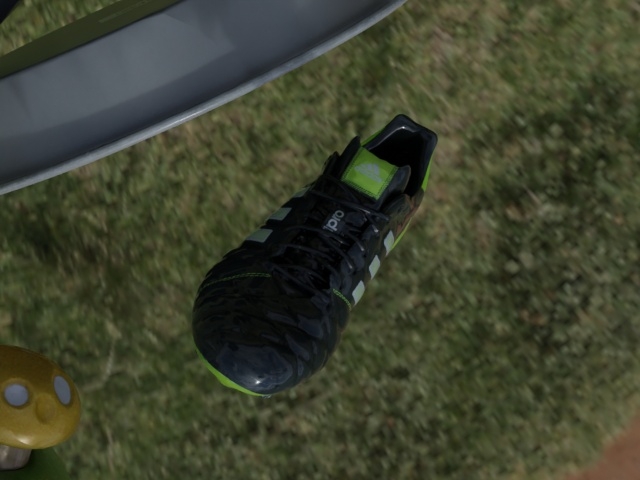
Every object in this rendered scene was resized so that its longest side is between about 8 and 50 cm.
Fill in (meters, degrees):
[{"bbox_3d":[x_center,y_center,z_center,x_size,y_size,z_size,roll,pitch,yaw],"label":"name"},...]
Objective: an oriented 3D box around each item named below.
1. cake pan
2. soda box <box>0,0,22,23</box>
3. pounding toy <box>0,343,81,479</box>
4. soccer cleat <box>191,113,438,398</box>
[{"bbox_3d":[-0.090,-0.105,0.931,0.293,0.293,0.054,-25,103,-4],"label":"cake pan"},{"bbox_3d":[-0.142,-0.212,0.858,0.286,0.098,0.091,-40,87,27],"label":"soda box"},{"bbox_3d":[-0.150,0.086,0.650,0.183,0.237,0.110,4,119,-40],"label":"pounding toy"},{"bbox_3d":[0.000,0.000,0.691,0.060,0.179,0.072,33,123,4],"label":"soccer cleat"}]
